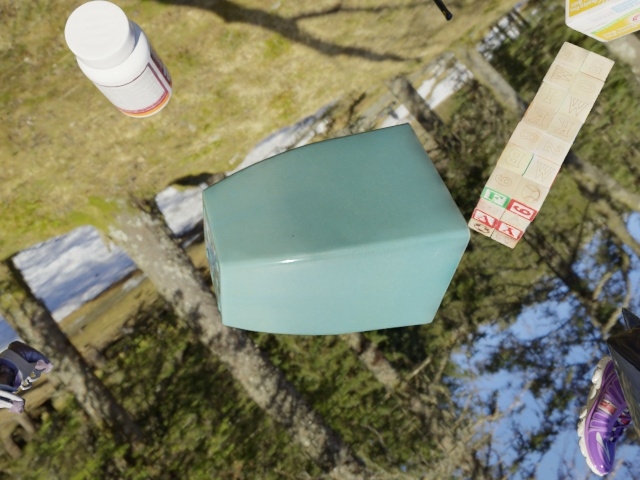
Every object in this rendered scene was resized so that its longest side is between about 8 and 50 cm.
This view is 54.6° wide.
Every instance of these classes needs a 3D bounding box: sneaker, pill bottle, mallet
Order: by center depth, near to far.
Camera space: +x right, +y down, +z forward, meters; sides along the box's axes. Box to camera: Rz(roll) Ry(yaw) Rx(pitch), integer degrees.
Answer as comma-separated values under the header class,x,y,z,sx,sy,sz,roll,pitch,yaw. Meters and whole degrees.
class,x,y,z,sx,sy,sz,roll,pitch,yaw
sneaker,0.407,0.240,0.855,0.071,0.068,0.169,-3,-121,52
pill bottle,-0.339,-0.304,1.056,0.121,0.121,0.221,-41,170,-5
mallet,0.238,-0.554,1.383,0.039,0.189,0.062,-16,162,-23

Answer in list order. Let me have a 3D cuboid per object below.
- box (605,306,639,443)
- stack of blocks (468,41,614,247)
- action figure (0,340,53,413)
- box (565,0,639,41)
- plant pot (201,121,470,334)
class,x,y,z,sx,sy,sz,roll,pitch,yaw
box,0.230,0.137,0.351,0.037,0.136,0.225,-22,-166,5
stack of blocks,0.362,-0.154,1.029,0.297,0.087,0.171,-58,166,-14
action figure,-0.497,0.248,0.893,0.185,0.099,0.285,-34,-161,8
box,0.437,-0.415,0.906,0.103,0.203,0.114,7,173,-31
plant pot,0.000,0.000,0.659,0.235,0.165,0.165,-9,143,-16
